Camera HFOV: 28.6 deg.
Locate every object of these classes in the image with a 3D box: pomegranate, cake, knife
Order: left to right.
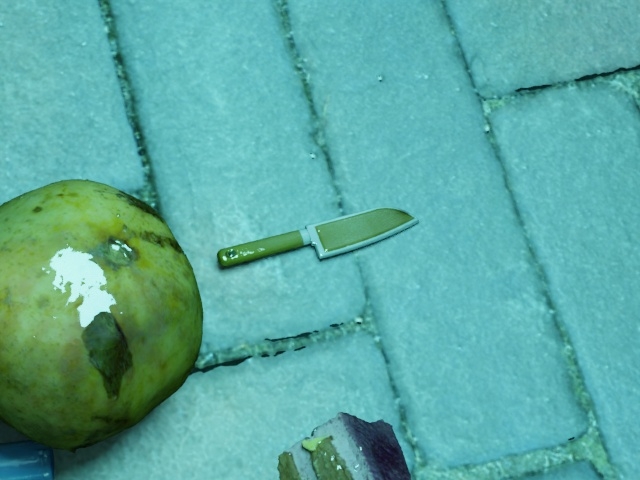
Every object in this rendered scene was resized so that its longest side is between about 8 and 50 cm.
[{"bbox_3d":[-0.264,0.075,1.314,0.281,0.281,0.281,3,69,-8],"label":"pomegranate"},{"bbox_3d":[0.000,0.001,1.505,0.256,0.022,0.046,-14,65,-18],"label":"knife"},{"bbox_3d":[0.037,0.294,1.268,0.112,0.116,0.295,30,25,-31],"label":"cake"}]

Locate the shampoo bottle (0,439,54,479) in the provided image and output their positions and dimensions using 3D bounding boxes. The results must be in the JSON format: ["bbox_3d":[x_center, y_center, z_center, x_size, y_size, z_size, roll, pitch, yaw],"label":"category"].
[{"bbox_3d":[-0.413,0.251,1.326,0.258,0.061,0.104,-6,77,-10],"label":"shampoo bottle"}]
